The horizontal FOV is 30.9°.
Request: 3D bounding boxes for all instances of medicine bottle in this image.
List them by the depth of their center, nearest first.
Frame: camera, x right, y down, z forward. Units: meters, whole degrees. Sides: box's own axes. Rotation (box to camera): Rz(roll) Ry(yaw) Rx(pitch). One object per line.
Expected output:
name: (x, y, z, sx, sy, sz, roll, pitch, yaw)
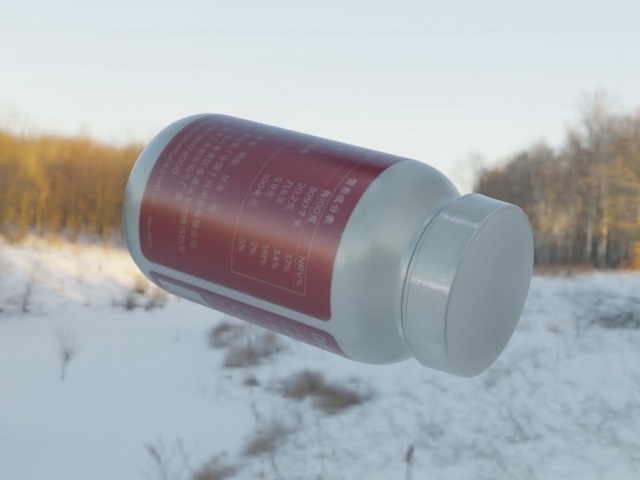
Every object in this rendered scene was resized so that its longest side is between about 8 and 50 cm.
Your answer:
medicine bottle: (0.000, 0.000, 0.739, 0.250, 0.131, 0.131, 16, 9, 33)
